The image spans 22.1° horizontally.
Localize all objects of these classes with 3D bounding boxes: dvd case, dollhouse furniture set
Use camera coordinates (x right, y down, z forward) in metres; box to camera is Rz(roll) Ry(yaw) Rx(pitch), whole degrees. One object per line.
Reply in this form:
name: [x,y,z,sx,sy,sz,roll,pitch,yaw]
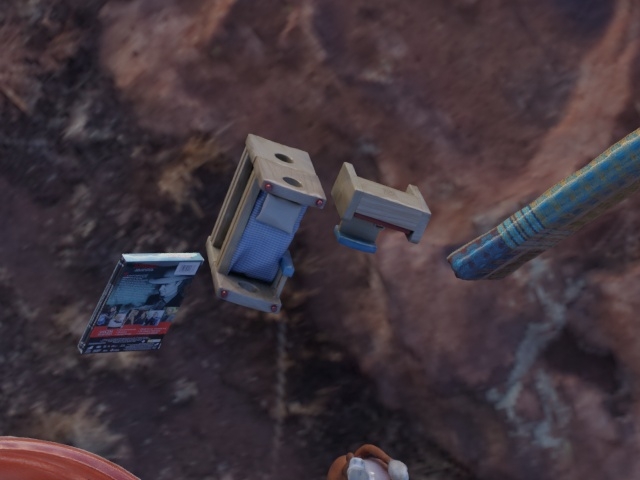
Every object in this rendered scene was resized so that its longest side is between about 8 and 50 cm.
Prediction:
dvd case: [-0.168,0.059,1.530,0.087,0.119,0.013,-1,44,-39]
dollhouse furniture set: [0.000,0.000,1.600,0.184,0.129,0.129,17,110,-16]

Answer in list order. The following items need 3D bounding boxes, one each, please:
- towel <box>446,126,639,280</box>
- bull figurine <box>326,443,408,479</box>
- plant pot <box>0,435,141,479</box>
towel: [0.289,-0.076,1.492,0.370,0.271,0.040,-34,81,10]
bull figurine: [0.049,0.354,1.619,0.101,0.188,0.310,-2,77,-11]
plant pot: [-0.186,0.222,0.806,0.272,0.265,0.272,0,78,1]
